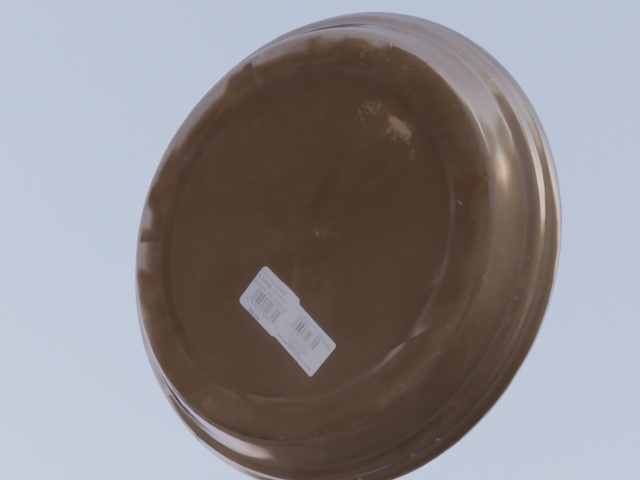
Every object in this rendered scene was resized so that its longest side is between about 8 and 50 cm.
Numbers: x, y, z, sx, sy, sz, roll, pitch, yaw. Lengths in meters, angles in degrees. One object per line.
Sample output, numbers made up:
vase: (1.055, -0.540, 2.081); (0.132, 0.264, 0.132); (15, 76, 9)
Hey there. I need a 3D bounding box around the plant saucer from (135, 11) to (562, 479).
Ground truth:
plant saucer: (0.000, 0.000, 0.852); (0.278, 0.278, 0.041); (-37, -29, 19)
